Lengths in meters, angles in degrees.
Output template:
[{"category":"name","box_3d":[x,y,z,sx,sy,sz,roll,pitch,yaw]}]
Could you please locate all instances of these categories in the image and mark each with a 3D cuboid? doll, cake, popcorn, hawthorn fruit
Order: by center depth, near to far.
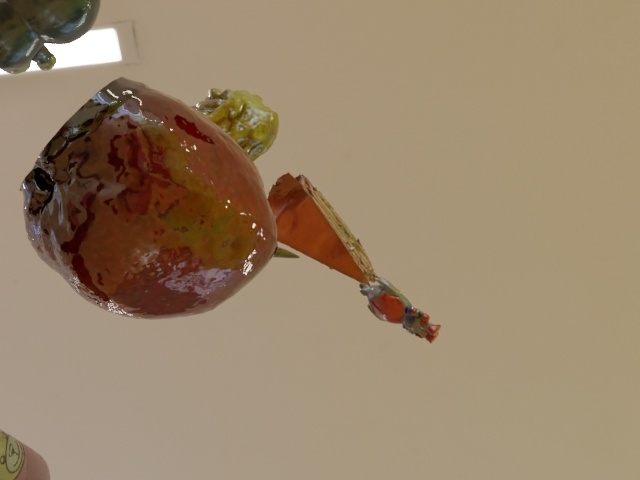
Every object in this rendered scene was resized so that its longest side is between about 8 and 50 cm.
[{"category":"hawthorn fruit","box_3d":[-0.129,-0.023,0.614,0.251,0.189,0.189,26,-55,-35]},{"category":"popcorn","box_3d":[-0.168,-0.196,1.257,0.198,0.197,0.155,-19,-77,26]},{"category":"doll","box_3d":[-0.533,-0.425,1.287,0.258,0.154,0.228,-40,-49,-2]},{"category":"cake","box_3d":[0.000,-0.001,1.386,0.287,0.098,0.135,44,-84,-5]},{"category":"doll","box_3d":[0.157,0.139,1.441,0.195,0.062,0.104,33,-18,23]}]

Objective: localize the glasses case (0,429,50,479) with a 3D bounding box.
[{"category":"glasses case","box_3d":[-0.321,0.200,0.576,0.076,0.123,0.316,5,-32,15]}]
